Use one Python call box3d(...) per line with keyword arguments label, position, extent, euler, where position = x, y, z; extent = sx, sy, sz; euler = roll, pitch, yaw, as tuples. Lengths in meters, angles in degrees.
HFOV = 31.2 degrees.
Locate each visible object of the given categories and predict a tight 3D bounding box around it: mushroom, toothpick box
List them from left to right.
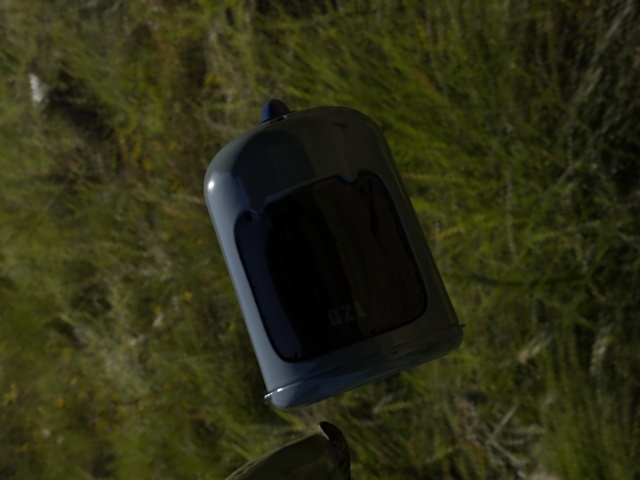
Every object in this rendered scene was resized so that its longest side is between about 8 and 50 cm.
box3d(label="mushroom", position=(-0.085, 0.297, 1.222), extent=(0.087, 0.107, 0.333), euler=(17, -151, 37))
box3d(label="toothpick box", position=(0.000, 0.000, 1.356), extent=(0.263, 0.263, 0.354), euler=(18, -129, -79))
